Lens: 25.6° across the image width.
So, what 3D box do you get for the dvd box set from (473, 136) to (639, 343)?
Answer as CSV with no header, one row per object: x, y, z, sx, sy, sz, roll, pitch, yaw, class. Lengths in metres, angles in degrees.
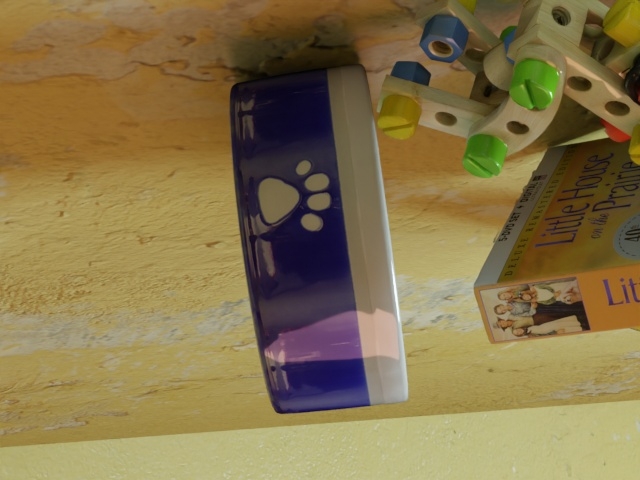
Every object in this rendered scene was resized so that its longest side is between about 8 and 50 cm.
0.364,-0.034,1.165,0.421,0.062,0.307,-9,-159,27,dvd box set

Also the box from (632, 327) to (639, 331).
0.394,0.048,1.405,0.257,0.079,0.322,18,-169,5,box

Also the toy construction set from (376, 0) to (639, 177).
0.224,-0.090,1.007,0.328,0.151,0.215,16,155,-26,toy construction set

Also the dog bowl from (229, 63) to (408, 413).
0.000,0.000,1.092,0.104,0.264,0.265,-7,163,1,dog bowl
